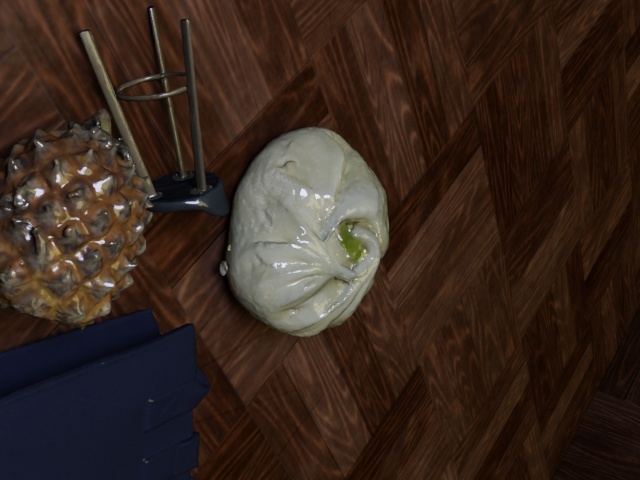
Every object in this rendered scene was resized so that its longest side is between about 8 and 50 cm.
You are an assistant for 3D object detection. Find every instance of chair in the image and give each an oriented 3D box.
[{"bbox_3d":[-0.161,-0.115,0.823,0.095,0.104,0.221,-22,120,-18],"label":"chair"}]

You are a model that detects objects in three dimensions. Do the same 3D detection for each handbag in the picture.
[{"bbox_3d":[-0.254,0.245,0.807,0.329,0.122,0.303,-18,116,-49],"label":"handbag"}]

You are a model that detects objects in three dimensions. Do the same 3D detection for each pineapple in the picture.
[{"bbox_3d":[-0.223,-0.026,0.712,0.166,0.166,0.193,31,75,-54],"label":"pineapple"}]

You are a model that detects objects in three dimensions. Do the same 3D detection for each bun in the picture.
[{"bbox_3d":[0.000,0.000,1.023,0.259,0.160,0.259,-29,127,-49],"label":"bun"}]
